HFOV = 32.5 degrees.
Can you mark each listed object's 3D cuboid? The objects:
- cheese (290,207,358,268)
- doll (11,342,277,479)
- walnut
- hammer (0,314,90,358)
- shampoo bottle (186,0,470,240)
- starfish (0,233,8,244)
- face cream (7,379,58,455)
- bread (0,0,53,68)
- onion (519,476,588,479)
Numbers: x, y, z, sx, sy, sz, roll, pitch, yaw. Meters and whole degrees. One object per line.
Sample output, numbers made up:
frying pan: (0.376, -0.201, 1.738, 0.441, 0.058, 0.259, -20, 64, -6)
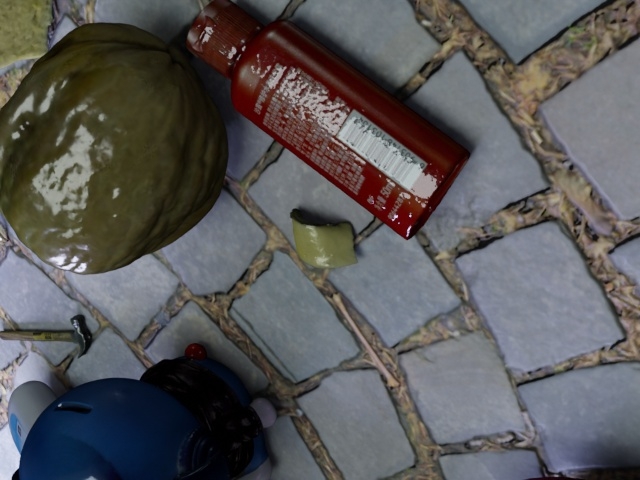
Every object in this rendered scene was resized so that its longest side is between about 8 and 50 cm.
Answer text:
cheese: (0.000, 0.001, 1.221, 0.084, 0.041, 0.060, 10, 117, 30)
doll: (-0.217, 0.266, 1.327, 0.284, 0.310, 0.240, -4, 109, 34)
walnut: (-0.230, -0.096, 1.205, 0.283, 0.227, 0.283, -7, 128, -9)
hammer: (-0.395, 0.138, 1.565, 0.182, 0.017, 0.062, -4, 111, 36)
shampoo bottle: (0.001, -0.134, 1.130, 0.314, 0.076, 0.118, 38, 129, 12)
starfish: (-0.461, -0.084, 1.472, 0.247, 0.050, 0.138, 52, 131, 3)
face cream: (-0.334, 0.339, 1.500, 0.337, 0.080, 0.163, 43, 145, 43)
bread: (-0.453, -0.334, 1.255, 0.236, 0.198, 0.263, 30, 125, 26)
onion: (0.267, 0.363, 1.115, 0.276, 0.276, 0.276, 15, 121, 26)
